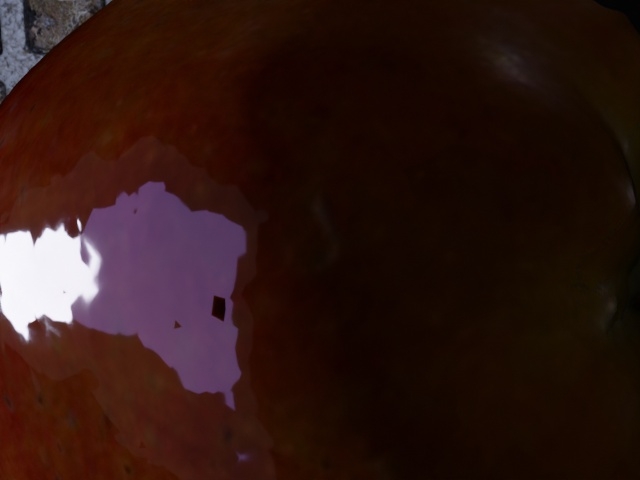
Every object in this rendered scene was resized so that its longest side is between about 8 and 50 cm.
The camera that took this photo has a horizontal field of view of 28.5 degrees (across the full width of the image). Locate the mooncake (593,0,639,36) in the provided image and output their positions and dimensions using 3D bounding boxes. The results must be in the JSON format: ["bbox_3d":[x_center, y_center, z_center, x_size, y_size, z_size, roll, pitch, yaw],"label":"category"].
[{"bbox_3d":[0.071,-0.142,0.592,0.306,0.154,0.306,178,90,-80],"label":"mooncake"}]

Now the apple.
[{"bbox_3d":[0.025,0.052,0.480,0.365,0.328,0.295,156,120,-65],"label":"apple"}]
